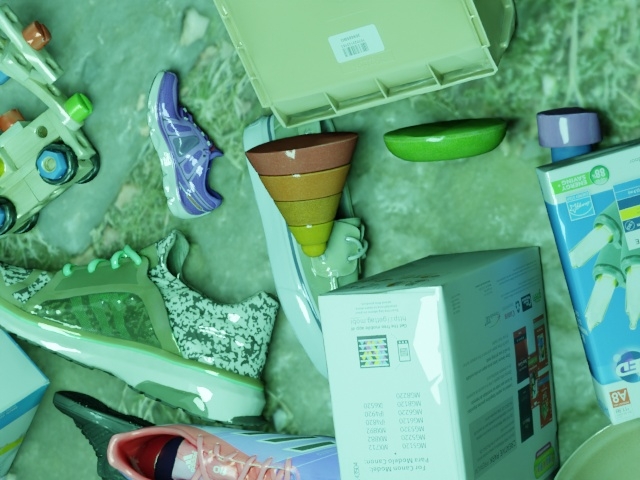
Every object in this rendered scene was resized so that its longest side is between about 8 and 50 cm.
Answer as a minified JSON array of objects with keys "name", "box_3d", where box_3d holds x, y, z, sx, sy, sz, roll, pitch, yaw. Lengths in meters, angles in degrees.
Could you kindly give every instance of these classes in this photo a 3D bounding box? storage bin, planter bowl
[{"name":"storage bin","box_3d":[0.033,-0.274,1.799,0.262,0.123,0.260,-13,117,24]},{"name":"planter bowl","box_3d":[0.325,0.266,1.774,0.162,0.162,0.109,-32,109,23]}]

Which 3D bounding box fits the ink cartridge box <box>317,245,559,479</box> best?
[{"name":"ink cartridge box","box_3d":[0.128,0.160,1.750,0.130,0.309,0.272,-5,94,24]}]

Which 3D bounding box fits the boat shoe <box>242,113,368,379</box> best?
[{"name":"boat shoe","box_3d":[0.000,0.000,1.899,0.094,0.109,0.302,-19,86,22]}]

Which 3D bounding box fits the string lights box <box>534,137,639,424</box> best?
[{"name":"string lights box","box_3d":[0.312,0.036,1.748,0.133,0.077,0.259,-16,96,0]}]

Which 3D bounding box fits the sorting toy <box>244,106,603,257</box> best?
[{"name":"sorting toy","box_3d":[0.109,-0.056,1.818,0.366,0.127,0.126,-5,99,6]}]

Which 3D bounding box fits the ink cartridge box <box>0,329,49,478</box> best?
[{"name":"ink cartridge box","box_3d":[-0.451,0.200,2.038,0.171,0.168,0.232,45,139,13]}]

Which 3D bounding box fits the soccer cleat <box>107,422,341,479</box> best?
[{"name":"soccer cleat","box_3d":[-0.086,0.246,1.865,0.318,0.116,0.108,1,75,39]}]

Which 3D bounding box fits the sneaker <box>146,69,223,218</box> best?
[{"name":"sneaker","box_3d":[-0.148,-0.111,1.982,0.071,0.068,0.170,-12,100,9]}]

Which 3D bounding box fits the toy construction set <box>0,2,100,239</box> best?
[{"name":"toy construction set","box_3d":[-0.382,-0.121,2.035,0.328,0.151,0.215,-40,80,33]}]

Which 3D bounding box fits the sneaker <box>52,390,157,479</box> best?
[{"name":"sneaker","box_3d":[-0.247,0.243,2.063,0.170,0.051,0.089,20,99,17]}]

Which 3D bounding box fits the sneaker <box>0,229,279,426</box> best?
[{"name":"sneaker","box_3d":[-0.215,0.065,2.001,0.410,0.158,0.182,22,87,16]}]
